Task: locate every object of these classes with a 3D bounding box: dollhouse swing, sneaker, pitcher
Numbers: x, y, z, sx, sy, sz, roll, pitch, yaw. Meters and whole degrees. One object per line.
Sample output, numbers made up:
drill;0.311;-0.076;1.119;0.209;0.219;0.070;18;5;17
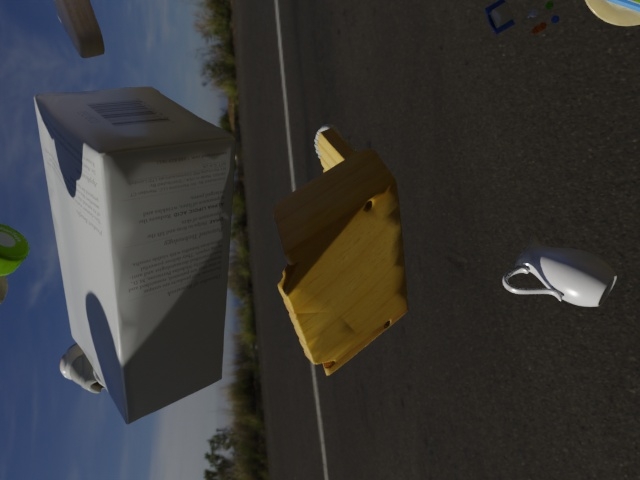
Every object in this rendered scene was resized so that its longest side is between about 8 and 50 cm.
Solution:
dollhouse swing;0.000;0.000;0.911;0.305;0.315;0.346;38;154;40
sneaker;-0.386;0.264;0.954;0.121;0.263;0.099;26;106;34
sneaker;0.060;-0.234;1.242;0.090;0.094;0.235;29;158;35
pitcher;0.565;0.089;1.091;0.207;0.177;0.125;32;162;39

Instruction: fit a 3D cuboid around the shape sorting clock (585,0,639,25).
shape sorting clock;0.607;-0.521;0.870;0.040;0.207;0.206;-65;-20;-66

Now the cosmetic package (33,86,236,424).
cosmetic package;-0.240;0.020;0.606;0.217;0.156;0.384;36;130;35

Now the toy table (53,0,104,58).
toy table;-0.296;-0.336;0.470;0.274;0.253;0.161;69;155;17

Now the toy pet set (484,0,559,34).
toy pet set;0.426;-0.495;0.983;0.122;0.114;0.065;60;-160;-12

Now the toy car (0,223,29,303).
toy car;-0.411;-0.007;0.458;0.188;0.155;0.149;54;-166;30
